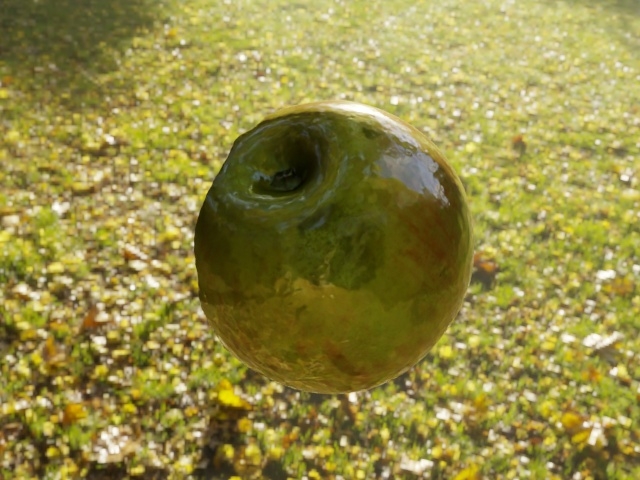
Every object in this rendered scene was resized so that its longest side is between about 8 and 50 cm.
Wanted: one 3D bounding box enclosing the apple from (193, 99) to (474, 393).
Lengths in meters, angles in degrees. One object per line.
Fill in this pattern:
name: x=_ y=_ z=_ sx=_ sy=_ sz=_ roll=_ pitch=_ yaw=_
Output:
apple: x=0.000 y=0.000 z=0.742 sx=0.246 sy=0.246 sz=0.226 roll=27 pitch=-8 yaw=34
